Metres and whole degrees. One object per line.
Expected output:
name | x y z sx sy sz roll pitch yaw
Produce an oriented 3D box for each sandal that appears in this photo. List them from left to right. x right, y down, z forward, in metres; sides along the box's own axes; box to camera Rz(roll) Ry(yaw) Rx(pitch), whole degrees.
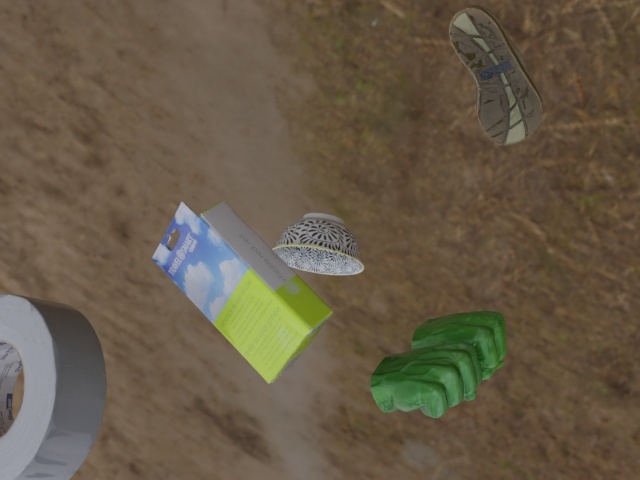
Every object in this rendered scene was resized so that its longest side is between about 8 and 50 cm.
sandal | 0.191 -0.182 1.292 0.072 0.049 0.180 -15 124 23

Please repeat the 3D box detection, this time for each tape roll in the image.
tape roll | -0.337 0.171 1.336 0.219 0.219 0.072 7 174 41

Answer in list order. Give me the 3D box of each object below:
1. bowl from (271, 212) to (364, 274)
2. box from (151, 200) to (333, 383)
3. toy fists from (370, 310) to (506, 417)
bowl | 0.000 0.000 2.121 0.170 0.080 0.170 9 163 3
box | -0.080 0.045 1.185 0.178 0.042 0.109 45 137 10
toy fists | 0.196 0.185 1.821 0.142 0.279 0.096 -15 99 33
